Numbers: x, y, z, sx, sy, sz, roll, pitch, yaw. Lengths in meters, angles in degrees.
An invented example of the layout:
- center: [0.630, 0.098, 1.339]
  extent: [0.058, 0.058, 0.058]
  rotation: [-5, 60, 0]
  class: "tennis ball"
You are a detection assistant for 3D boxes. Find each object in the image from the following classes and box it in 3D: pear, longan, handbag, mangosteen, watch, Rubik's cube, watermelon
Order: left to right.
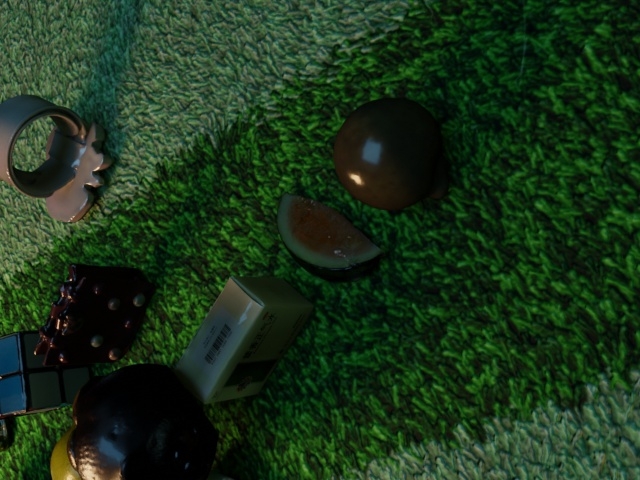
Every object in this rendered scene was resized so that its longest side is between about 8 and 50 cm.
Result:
- center: [-0.618, 0.287, 1.568]
  extent: [0.183, 0.180, 0.167]
  rotation: [-17, 78, 31]
  class: "Rubik's cube"
- center: [-0.588, -0.172, 1.562]
  extent: [0.196, 0.231, 0.244]
  rotation: [24, 95, 28]
  class: "watch"
- center: [-0.445, 0.151, 1.457]
  extent: [0.074, 0.216, 0.203]
  rotation: [31, 99, 27]
  class: "handbag"
- center: [-0.436, 0.435, 1.439]
  extent: [0.198, 0.198, 0.198]
  rotation: [-3, 84, 31]
  class: "pear"
- center: [-0.316, 0.337, 1.266]
  extent: [0.287, 0.287, 0.233]
  rotation: [37, 73, 28]
  class: "mangosteen"
- center: [0.003, 0.001, 1.298]
  extent: [0.245, 0.063, 0.119]
  rotation: [32, 84, 34]
  class: "watermelon"
- center: [0.122, -0.135, 1.182]
  extent: [0.204, 0.159, 0.185]
  rotation: [33, 85, -8]
  class: "longan"

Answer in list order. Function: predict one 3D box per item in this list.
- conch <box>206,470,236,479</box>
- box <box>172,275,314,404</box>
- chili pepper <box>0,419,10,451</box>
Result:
- center: [-0.199, 0.513, 1.331]
  extent: [0.221, 0.121, 0.185]
  rotation: [43, 97, 30]
  class: "conch"
- center: [-0.135, 0.172, 1.295]
  extent: [0.095, 0.168, 0.212]
  rotation: [40, 106, 29]
  class: "box"
- center: [-0.777, 0.396, 1.713]
  extent: [0.073, 0.072, 0.204]
  rotation: [-27, 76, 40]
  class: "chili pepper"
